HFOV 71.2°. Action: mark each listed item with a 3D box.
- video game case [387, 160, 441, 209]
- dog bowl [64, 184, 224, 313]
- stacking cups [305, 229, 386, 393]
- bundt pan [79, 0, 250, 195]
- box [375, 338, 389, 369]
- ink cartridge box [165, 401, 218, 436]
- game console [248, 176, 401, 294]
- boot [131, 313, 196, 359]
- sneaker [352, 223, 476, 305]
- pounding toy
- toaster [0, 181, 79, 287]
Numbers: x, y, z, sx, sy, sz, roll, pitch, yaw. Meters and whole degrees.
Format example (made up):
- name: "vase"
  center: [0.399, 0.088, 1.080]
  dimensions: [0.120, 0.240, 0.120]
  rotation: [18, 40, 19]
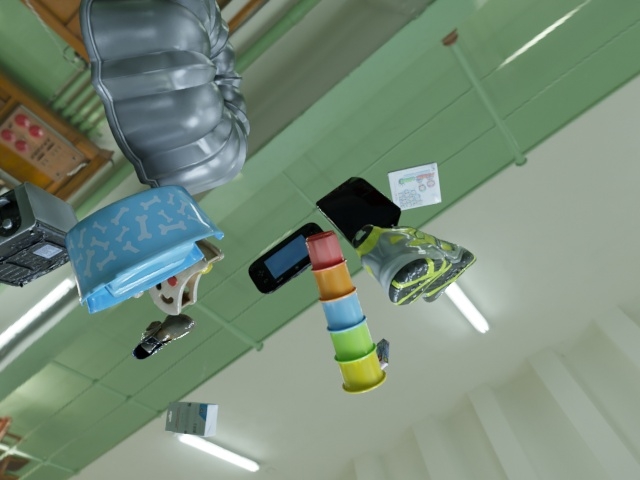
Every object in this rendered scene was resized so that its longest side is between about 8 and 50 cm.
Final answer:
- name: "video game case"
  center: [0.310, -0.176, 1.467]
  dimensions: [0.157, 0.143, 0.019]
  rotation: [-12, -151, 8]
- name: "dog bowl"
  center: [-0.226, 0.015, 0.558]
  dimensions: [0.165, 0.074, 0.297]
  rotation: [-29, 180, -27]
- name: "stacking cups"
  center: [0.038, 0.140, 0.888]
  dimensions: [0.095, 0.317, 0.096]
  rotation: [-19, -173, 2]
- name: "bundt pan"
  center: [-0.185, -0.225, 0.632]
  dimensions: [0.124, 0.331, 0.331]
  rotation: [-10, -141, 2]
- name: "box"
  center: [0.154, 0.369, 1.349]
  dimensions: [0.137, 0.027, 0.094]
  rotation: [-49, -169, 30]
- name: "ink cartridge box"
  center: [-0.453, 0.623, 1.570]
  dimensions: [0.180, 0.060, 0.104]
  rotation: [-5, -107, 26]
- name: "game console"
  center: [0.000, 0.000, 1.024]
  dimensions: [0.361, 0.044, 0.213]
  rotation: [-37, -139, -4]
- name: "boot"
  center: [-0.426, 0.267, 1.216]
  dimensions: [0.219, 0.082, 0.106]
  rotation: [-23, -154, 39]
- name: "sneaker"
  center: [0.200, 0.032, 0.899]
  dimensions: [0.145, 0.384, 0.147]
  rotation: [-49, -117, 14]
- name: "pounding toy"
  center: [-0.370, 0.103, 1.087]
  dimensions: [0.269, 0.154, 0.155]
  rotation: [-31, -176, 28]
- name: "toaster"
  center: [-0.537, -0.003, 0.810]
  dimensions: [0.168, 0.186, 0.110]
  rotation: [-29, -107, -2]
